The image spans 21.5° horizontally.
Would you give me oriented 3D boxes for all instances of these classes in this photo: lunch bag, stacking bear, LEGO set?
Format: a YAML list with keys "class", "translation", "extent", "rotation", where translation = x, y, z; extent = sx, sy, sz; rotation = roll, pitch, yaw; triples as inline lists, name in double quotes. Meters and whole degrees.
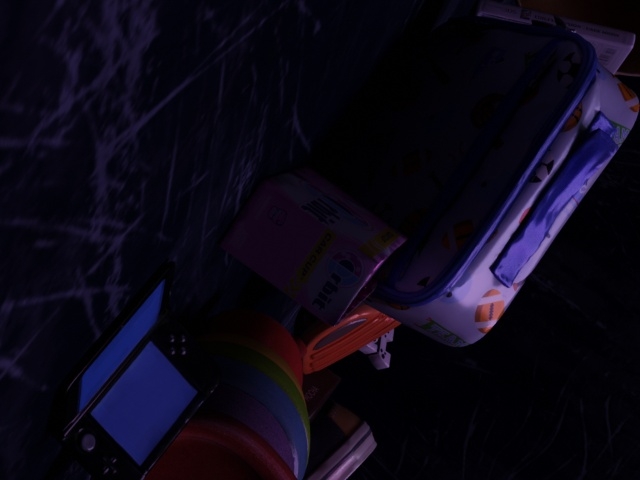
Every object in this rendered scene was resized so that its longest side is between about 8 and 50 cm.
- class: "lunch bag"
  translation: [0.132, -0.065, 1.493]
  extent: [0.303, 0.115, 0.243]
  rotation: [-56, -144, -8]
- class: "stacking bear"
  translation: [-0.079, 0.148, 1.347]
  extent: [0.289, 0.175, 0.164]
  rotation: [-73, 152, -69]
- class: "LEGO set"
  translation: [0.044, 0.052, 2.200]
  extent: [0.087, 0.093, 0.227]
  rotation: [-16, -127, 38]

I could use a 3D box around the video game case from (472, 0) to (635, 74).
- class: "video game case"
  translation: [0.249, -0.215, 1.896]
  extent: [0.190, 0.173, 0.022]
  rotation: [101, 2, -78]

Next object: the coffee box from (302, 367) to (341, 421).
- class: "coffee box"
  translation: [-0.121, 0.242, 1.737]
  extent: [0.297, 0.119, 0.168]
  rotation: [-56, 174, 17]

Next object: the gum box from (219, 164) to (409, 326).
- class: "gum box"
  translation: [0.000, 0.000, 1.331]
  extent: [0.062, 0.107, 0.188]
  rotation: [-56, 175, 11]

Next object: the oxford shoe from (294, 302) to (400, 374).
- class: "oxford shoe"
  translation: [0.016, 0.048, 1.734]
  extent: [0.130, 0.132, 0.364]
  rotation: [-29, 178, 7]

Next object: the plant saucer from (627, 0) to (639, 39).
- class: "plant saucer"
  translation: [0.356, -0.315, 2.024]
  extent: [0.241, 0.241, 0.037]
  rotation: [-54, 148, -2]

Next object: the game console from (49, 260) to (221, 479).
- class: "game console"
  translation: [-0.116, 0.094, 1.114]
  extent: [0.071, 0.107, 0.122]
  rotation: [-12, -146, 54]

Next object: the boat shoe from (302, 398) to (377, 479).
- class: "boat shoe"
  translation: [-0.156, 0.358, 2.046]
  extent: [0.500, 0.156, 0.187]
  rotation: [-42, 178, -10]

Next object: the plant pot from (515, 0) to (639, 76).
- class: "plant pot"
  translation: [0.366, -0.355, 1.903]
  extent: [0.237, 0.237, 0.254]
  rotation: [116, -4, -63]
